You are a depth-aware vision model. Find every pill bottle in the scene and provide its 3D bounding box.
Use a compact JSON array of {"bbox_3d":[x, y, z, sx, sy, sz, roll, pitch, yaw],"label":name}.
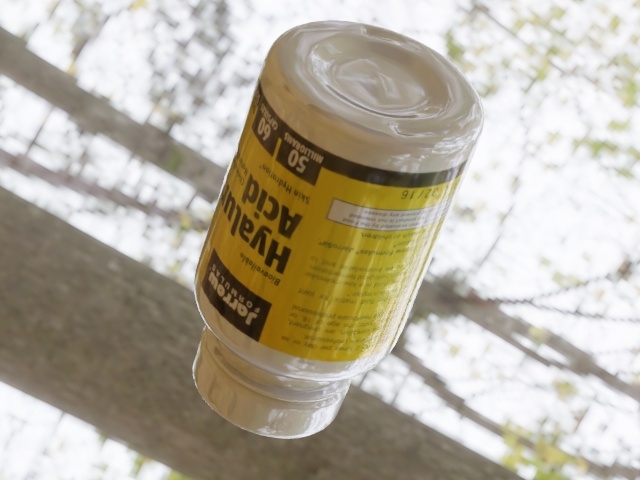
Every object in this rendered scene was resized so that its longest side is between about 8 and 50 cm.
[{"bbox_3d":[0.000,0.000,0.577,0.065,0.065,0.116,-113,-146,-47],"label":"pill bottle"}]
